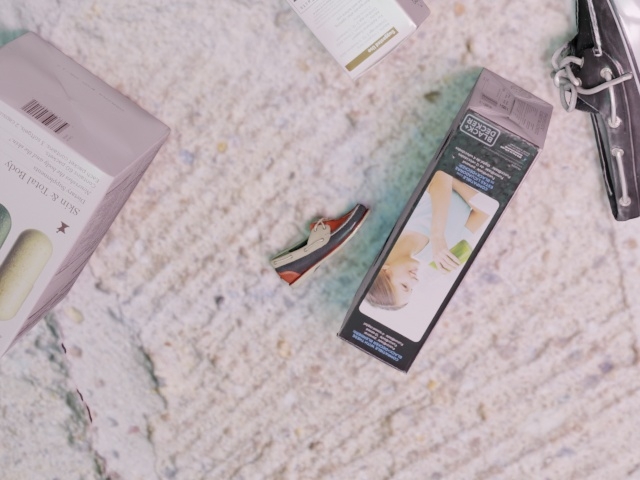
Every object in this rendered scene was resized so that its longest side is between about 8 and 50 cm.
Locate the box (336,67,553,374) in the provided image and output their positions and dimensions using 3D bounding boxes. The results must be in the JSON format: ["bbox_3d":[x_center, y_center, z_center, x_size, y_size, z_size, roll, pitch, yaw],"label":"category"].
[{"bbox_3d":[0.131,-0.021,1.714,0.087,0.169,0.290,29,112,0],"label":"box"}]

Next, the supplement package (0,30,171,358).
[{"bbox_3d":[-0.336,-0.052,1.802,0.199,0.198,0.262,35,114,0],"label":"supplement package"}]

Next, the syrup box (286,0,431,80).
[{"bbox_3d":[0.002,-0.290,1.689,0.096,0.093,0.237,-39,96,22],"label":"syrup box"}]

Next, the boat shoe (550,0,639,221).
[{"bbox_3d":[0.288,-0.164,1.652,0.105,0.113,0.306,-19,113,5],"label":"boat shoe"}]

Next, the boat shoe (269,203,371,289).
[{"bbox_3d":[0.000,0.000,1.820,0.043,0.049,0.137,47,118,-3],"label":"boat shoe"}]
